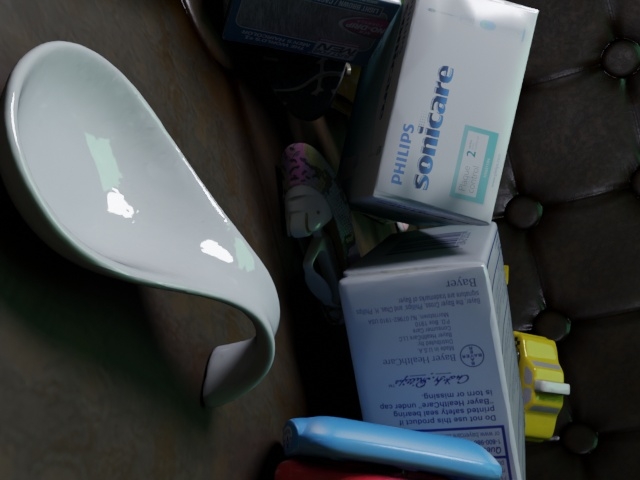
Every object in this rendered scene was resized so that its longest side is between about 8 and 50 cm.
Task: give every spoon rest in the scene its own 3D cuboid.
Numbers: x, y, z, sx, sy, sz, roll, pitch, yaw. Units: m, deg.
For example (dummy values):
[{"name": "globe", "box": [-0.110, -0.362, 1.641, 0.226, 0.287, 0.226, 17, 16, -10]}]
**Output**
[{"name": "spoon rest", "box": [-0.096, 0.002, 0.423, 0.137, 0.084, 0.276, -86, 156, -46]}]

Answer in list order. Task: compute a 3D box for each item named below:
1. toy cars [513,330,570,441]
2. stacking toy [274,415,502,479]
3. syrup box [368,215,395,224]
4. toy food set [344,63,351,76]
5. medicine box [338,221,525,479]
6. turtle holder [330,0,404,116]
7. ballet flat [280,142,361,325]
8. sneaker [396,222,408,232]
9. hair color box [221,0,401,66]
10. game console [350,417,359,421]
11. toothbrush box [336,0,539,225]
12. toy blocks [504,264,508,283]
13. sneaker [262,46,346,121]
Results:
[{"name": "toy cars", "box": [0.306, 0.314, 1.110, 0.393, 0.087, 0.176, -41, 98, -25]}, {"name": "stacking toy", "box": [0.030, 0.299, 0.518, 0.175, 0.165, 0.302, 114, -14, -70]}, {"name": "syrup box", "box": [0.120, -0.095, 1.162, 0.237, 0.096, 0.093, 15, 61, -70]}, {"name": "toy food set", "box": [0.064, -0.309, 0.838, 0.132, 0.038, 0.192, -102, -157, -44]}, {"name": "medicine box", "box": [0.144, 0.144, 0.767, 0.263, 0.149, 0.290, -31, 112, -71]}, {"name": "turtle holder", "box": [0.111, -0.273, 1.053, 0.243, 0.227, 0.321, 9, 69, -73]}, {"name": "ballet flat", "box": [0.000, 0.000, 0.768, 0.079, 0.076, 0.222, -43, 120, -49]}, {"name": "sneaker", "box": [0.191, -0.078, 1.423, 0.134, 0.070, 0.051, -86, 157, -43]}, {"name": "hair color box", "box": [-0.023, -0.380, 0.772, 0.105, 0.173, 0.348, 128, -38, -56]}, {"name": "game console", "box": [0.052, 0.294, 0.787, 0.122, 0.071, 0.107, -72, 175, -58]}, {"name": "toothbrush box", "box": [0.110, -0.133, 0.770, 0.295, 0.126, 0.217, -178, -79, -84]}, {"name": "toy blocks", "box": [0.277, 0.204, 1.338, 0.261, 0.190, 0.382, 71, 26, -45]}, {"name": "sneaker", "box": [-0.012, -0.275, 0.876, 0.122, 0.110, 0.283, 58, 26, -68]}]
